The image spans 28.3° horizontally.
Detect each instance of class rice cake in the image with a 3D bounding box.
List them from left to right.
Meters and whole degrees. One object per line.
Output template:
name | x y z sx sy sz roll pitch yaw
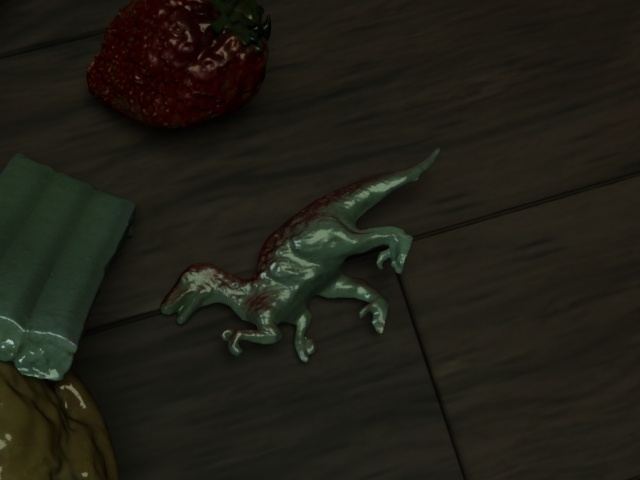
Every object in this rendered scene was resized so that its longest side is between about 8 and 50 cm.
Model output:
rice cake | -0.218 0.013 0.959 0.127 0.237 0.043 22 117 -5

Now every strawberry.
strawberry | -0.112 -0.154 1.051 0.148 0.131 0.131 -41 84 27

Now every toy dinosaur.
toy dinosaur | 0.000 0.000 1.053 0.167 0.053 0.242 32 84 7

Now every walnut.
walnut | -0.248 0.169 0.914 0.198 0.198 0.245 -31 76 -13
